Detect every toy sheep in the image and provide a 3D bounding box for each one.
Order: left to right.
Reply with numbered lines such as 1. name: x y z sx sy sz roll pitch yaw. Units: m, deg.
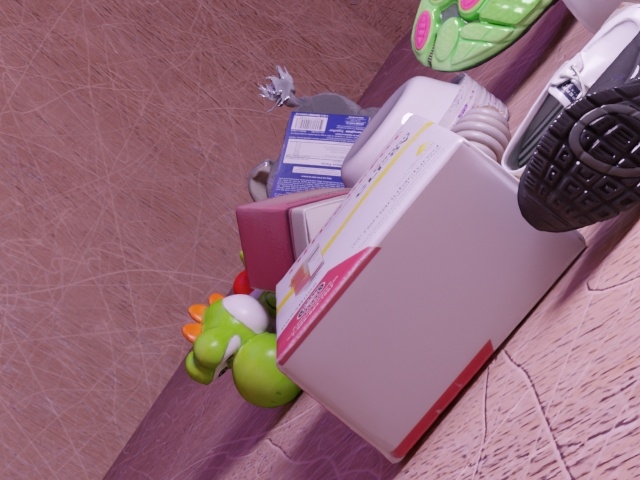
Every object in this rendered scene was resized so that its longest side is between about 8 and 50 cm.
1. toy sheep: 0.210 -0.126 1.694 0.091 0.091 0.132 -41 27 57

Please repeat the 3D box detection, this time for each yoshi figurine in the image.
1. yoshi figurine: -0.050 0.135 1.906 0.203 0.203 0.362 4 26 32

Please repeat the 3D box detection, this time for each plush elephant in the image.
1. plush elephant: 0.018 -0.123 2.228 0.272 0.330 0.255 -34 -29 -8

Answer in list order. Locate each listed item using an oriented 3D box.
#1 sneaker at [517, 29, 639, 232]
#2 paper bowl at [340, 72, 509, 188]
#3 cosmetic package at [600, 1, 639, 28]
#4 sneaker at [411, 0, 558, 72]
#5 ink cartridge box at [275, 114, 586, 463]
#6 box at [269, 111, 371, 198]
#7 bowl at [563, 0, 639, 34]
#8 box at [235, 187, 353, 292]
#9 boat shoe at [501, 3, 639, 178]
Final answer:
1. sneaker: 0.279 -0.108 1.156 0.286 0.109 0.130 -44 -2 -15
2. paper bowl: 0.139 -0.131 1.913 0.284 0.148 0.284 -51 8 10
3. cosmetic package: 0.350 -0.226 1.387 0.041 0.060 0.115 -50 9 10
4. sneaker: 0.344 -0.416 1.952 0.483 0.185 0.202 -43 -30 -4
5. ink cartridge box: 0.092 0.028 1.346 0.279 0.160 0.384 -51 7 6
6. box: -0.003 -0.104 2.051 0.036 0.136 0.225 73 -154 -57
7. bowl: 0.353 -0.399 1.505 0.134 0.298 0.298 -20 25 33
8. box: 0.000 0.000 1.766 0.149 0.126 0.232 -14 8 -26
9. boat shoe: 0.273 -0.145 1.321 0.076 0.083 0.226 -1 -51 -47
